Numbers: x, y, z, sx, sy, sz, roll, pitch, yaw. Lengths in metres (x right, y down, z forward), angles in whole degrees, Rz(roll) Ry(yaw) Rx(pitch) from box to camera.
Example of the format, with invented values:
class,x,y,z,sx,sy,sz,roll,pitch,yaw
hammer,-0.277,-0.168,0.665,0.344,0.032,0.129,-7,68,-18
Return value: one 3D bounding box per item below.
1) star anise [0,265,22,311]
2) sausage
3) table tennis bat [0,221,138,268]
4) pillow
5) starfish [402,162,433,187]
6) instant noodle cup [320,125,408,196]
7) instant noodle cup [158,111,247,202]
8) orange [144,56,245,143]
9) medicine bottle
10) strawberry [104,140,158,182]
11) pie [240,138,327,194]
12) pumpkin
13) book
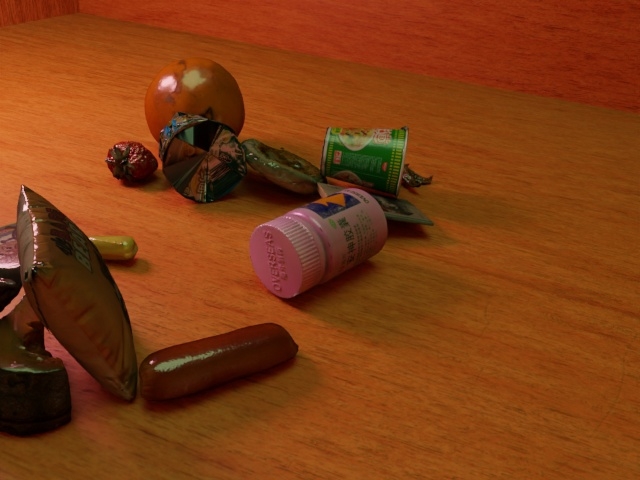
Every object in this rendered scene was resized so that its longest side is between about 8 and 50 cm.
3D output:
class,x,y,z,sx,sy,sz,roll,pitch,yaw
star anise,-0.638,0.136,0.970,0.349,0.109,0.292,-31,3,-31
sausage,-0.173,0.208,1.034,0.300,0.083,0.089,-13,24,-31
table tennis bat,-0.598,0.015,1.316,0.368,0.054,0.224,2,31,0
pillow,-0.413,0.085,0.992,0.119,0.312,0.310,-27,39,-10
starfish,0.253,-0.218,1.862,0.213,0.057,0.238,16,32,3
instant noodle cup,0.125,-0.244,1.692,0.232,0.207,0.207,10,31,5
instant noodle cup,-0.343,-0.244,1.633,0.240,0.240,0.178,-9,27,-24
orange,-0.388,-0.408,1.817,0.312,0.312,0.312,5,30,-3
medicine bottle,0.000,0.000,1.324,0.178,0.178,0.290,29,37,34
strawberry,-0.530,-0.231,1.677,0.131,0.131,0.148,20,41,22
pie,-0.113,-0.219,1.729,0.302,0.067,0.302,24,16,-7
pumpkin,-0.498,0.196,0.955,0.126,0.131,0.248,-14,34,-30
book,0.143,-0.096,1.593,0.282,0.025,0.215,9,18,-16
